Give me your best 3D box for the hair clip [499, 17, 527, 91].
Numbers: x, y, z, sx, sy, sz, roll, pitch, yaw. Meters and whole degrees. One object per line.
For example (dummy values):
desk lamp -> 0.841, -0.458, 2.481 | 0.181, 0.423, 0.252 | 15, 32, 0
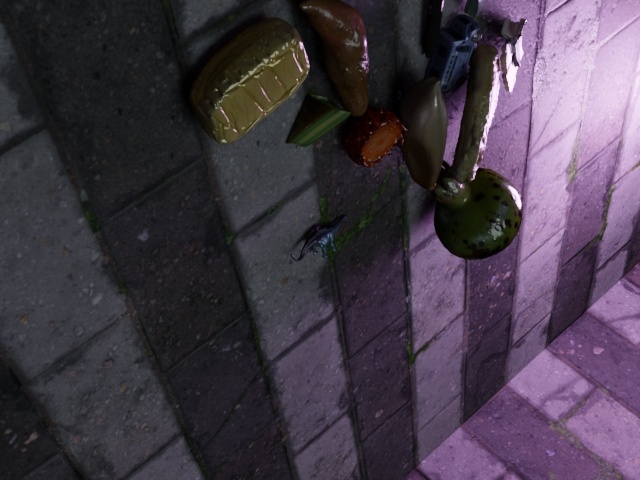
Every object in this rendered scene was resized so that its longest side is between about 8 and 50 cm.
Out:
hair clip -> 0.464, -0.458, 2.172 | 0.220, 0.054, 0.140 | 48, 54, -69

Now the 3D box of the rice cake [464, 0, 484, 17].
rice cake -> 0.346, -0.546, 1.908 | 0.127, 0.043, 0.237 | -60, 174, 8

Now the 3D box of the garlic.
garlic -> 0.230, -0.248, 2.062 | 0.112, 0.143, 0.318 | -22, 140, -7

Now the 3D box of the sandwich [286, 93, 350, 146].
sandwich -> -0.004, -0.227, 1.845 | 0.074, 0.074, 0.116 | 1, 120, -51

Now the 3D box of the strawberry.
strawberry -> 0.113, -0.228, 1.979 | 0.145, 0.086, 0.145 | -29, 141, -28

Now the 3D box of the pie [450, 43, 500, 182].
pie -> 0.363, -0.293, 2.135 | 0.339, 0.077, 0.339 | 14, 90, -79

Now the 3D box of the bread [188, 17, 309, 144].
bread -> -0.130, -0.285, 1.604 | 0.236, 0.106, 0.140 | -43, 148, -12

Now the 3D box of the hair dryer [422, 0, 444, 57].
hair dryer -> 0.256, -0.489, 1.922 | 0.114, 0.070, 0.248 | -34, 147, -25

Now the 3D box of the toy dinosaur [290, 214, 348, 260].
toy dinosaur -> 0.000, 0.000, 2.105 | 0.197, 0.045, 0.080 | -36, 132, -35

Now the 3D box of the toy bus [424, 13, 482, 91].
toy bus -> 0.293, -0.416, 2.027 | 0.076, 0.073, 0.167 | -11, 132, -32

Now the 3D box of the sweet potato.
sweet potato -> 0.047, -0.369, 1.752 | 0.106, 0.095, 0.355 | -50, 149, -11

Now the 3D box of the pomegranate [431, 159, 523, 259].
pomegranate -> 0.392, -0.103, 2.350 | 0.242, 0.242, 0.306 | -38, 120, -20
